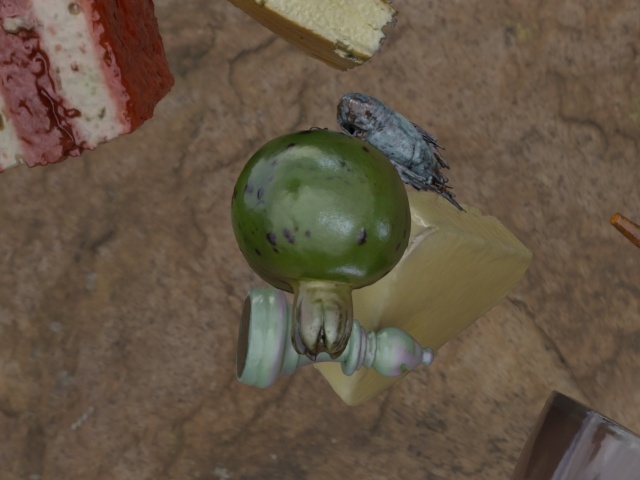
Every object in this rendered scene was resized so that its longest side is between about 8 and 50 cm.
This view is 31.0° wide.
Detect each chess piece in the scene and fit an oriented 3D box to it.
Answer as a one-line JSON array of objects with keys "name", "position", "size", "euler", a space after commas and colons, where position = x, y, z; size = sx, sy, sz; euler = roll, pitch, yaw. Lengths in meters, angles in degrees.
[{"name": "chess piece", "position": [0.025, 0.147, 1.588], "size": [0.272, 0.139, 0.139], "euler": [8, 74, -10]}]

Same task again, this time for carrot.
[{"name": "carrot", "position": [0.469, -0.009, 1.708], "size": [0.032, 0.093, 0.032], "euler": [-48, 22, 27]}]

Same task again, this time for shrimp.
[{"name": "shrimp", "position": [0.112, -0.110, 1.525], "size": [0.233, 0.079, 0.090], "euler": [42, 61, -13]}]

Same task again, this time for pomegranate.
[{"name": "pomegranate", "position": [0.000, 0.000, 1.187], "size": [0.202, 0.202, 0.248], "euler": [-4, 73, 19]}]

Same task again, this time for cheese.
[{"name": "cheese", "position": [0.145, 0.055, 1.717], "size": [0.384, 0.384, 0.104], "euler": [-43, 60, 3]}]

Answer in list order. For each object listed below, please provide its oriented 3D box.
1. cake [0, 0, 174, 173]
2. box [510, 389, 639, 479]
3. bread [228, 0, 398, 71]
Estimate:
[{"name": "cake", "position": [-0.410, -0.275, 1.699], "size": [0.319, 0.270, 0.269], "euler": [-12, 114, 11]}, {"name": "box", "position": [0.363, 0.346, 1.440], "size": [0.301, 0.301, 0.216], "euler": [32, 90, 26]}, {"name": "bread", "position": [-0.029, -0.315, 1.476], "size": [0.246, 0.239, 0.111], "euler": [32, 94, -12]}]
